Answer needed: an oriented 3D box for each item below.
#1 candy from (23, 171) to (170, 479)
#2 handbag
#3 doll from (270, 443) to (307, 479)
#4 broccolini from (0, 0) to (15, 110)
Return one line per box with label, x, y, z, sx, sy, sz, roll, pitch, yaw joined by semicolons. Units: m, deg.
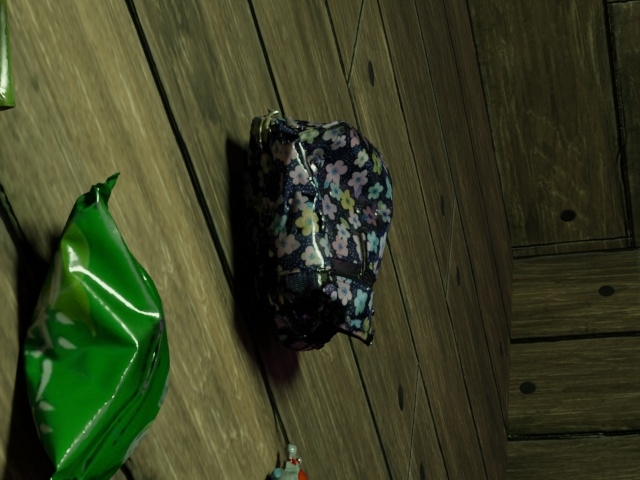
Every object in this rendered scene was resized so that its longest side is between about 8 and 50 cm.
candy;-0.132;0.070;0.903;0.141;0.078;0.203;47;45;-68
handbag;0.000;0.000;1.363;0.228;0.126;0.208;35;58;-73
doll;-0.029;0.225;1.352;0.114;0.039;0.057;-38;150;-83
broccolini;-0.193;-0.192;0.833;0.054;0.051;0.239;-55;145;-78
